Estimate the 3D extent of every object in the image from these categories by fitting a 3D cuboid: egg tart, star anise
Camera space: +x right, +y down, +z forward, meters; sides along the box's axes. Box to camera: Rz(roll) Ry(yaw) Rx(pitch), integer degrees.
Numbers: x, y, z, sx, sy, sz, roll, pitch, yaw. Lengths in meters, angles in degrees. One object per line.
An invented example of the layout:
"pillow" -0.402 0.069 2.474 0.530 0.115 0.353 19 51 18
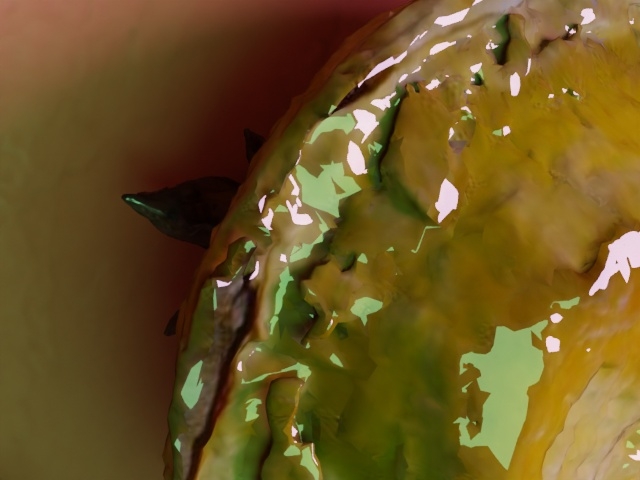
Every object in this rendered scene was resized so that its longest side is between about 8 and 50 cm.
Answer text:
"egg tart" 0.077 0.044 0.640 0.294 0.116 0.295 -24 129 -33
"star anise" 0.000 0.011 0.670 0.124 0.056 0.129 -26 122 -9
